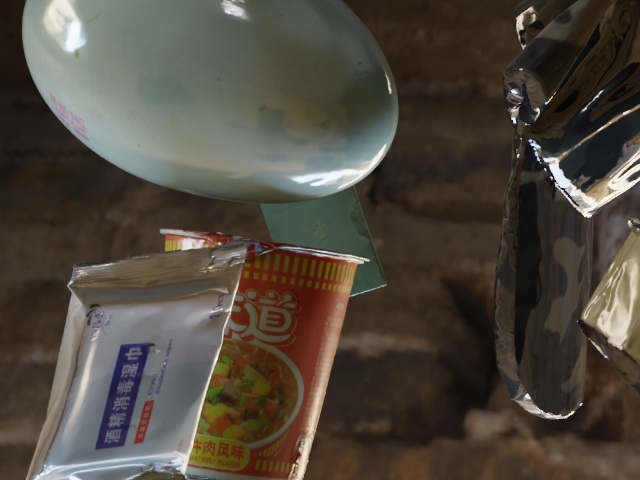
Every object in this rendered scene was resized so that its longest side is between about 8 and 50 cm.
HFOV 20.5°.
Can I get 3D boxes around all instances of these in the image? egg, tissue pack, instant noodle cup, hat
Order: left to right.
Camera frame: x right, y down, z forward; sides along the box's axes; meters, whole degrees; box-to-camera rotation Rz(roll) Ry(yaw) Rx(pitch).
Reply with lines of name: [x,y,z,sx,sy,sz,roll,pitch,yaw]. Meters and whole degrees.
tissue pack: [-0.118,0.089,1.097,0.122,0.026,0.193,-6,124,-36]
egg: [-0.098,-0.153,1.532,0.371,0.230,0.230,25,129,29]
instant noodle cup: [-0.064,0.105,1.554,0.193,0.193,0.212,8,87,6]
hat: [0.239,-0.062,1.437,0.257,0.366,0.382,-15,108,15]

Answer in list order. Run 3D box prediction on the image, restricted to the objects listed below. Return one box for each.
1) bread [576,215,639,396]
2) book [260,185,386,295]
bread: [0.319,0.054,1.322,0.212,0.142,0.224,-43,123,0]
book: [0.000,0.000,1.826,0.103,0.017,0.135,-17,112,4]
